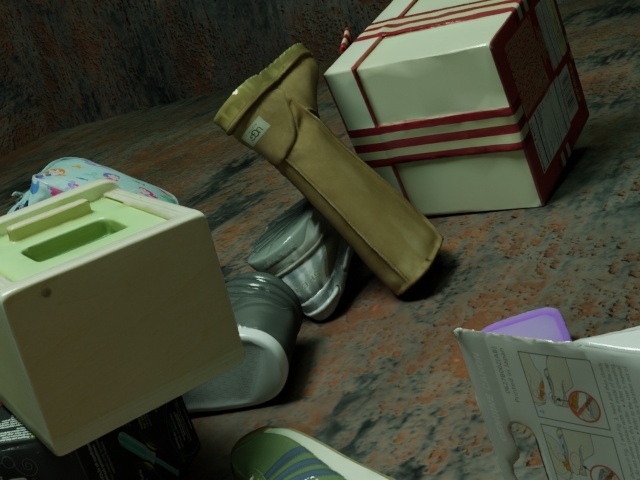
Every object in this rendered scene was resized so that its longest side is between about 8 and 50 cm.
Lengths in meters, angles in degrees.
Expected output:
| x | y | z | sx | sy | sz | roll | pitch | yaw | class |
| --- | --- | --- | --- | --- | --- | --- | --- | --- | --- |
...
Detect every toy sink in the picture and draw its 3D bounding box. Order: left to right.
| x | y | z | sx | sy | sz | roll | pitch | yaw | class |
| --- | --- | --- | --- | --- | --- | --- | --- | --- | --- |
| -0.191 | 0.040 | 0.732 | 0.152 | 0.131 | 0.234 | -24 | 21 | -28 | toy sink |

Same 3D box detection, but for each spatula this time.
| x | y | z | sx | sy | sz | roll | pitch | yaw | class |
| --- | --- | --- | --- | --- | --- | --- | --- | --- | --- |
| 0.160 | 0.127 | 0.671 | 0.084 | 0.030 | 0.296 | -18 | 18 | 8 | spatula |

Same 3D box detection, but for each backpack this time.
| x | y | z | sx | sy | sz | roll | pitch | yaw | class |
| --- | --- | --- | --- | --- | --- | --- | --- | --- | --- |
| -0.280 | 0.007 | 1.184 | 0.225 | 0.191 | 0.253 | 20 | 6 | -10 | backpack |

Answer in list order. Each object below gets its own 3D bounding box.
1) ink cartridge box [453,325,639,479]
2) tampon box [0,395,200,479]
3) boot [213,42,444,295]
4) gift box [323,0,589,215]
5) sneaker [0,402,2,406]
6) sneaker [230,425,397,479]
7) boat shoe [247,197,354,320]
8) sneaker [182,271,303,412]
| x | y | z | sx | sy | sz | roll | pitch | yaw | class |
| --- | --- | --- | --- | --- | --- | --- | --- | --- | --- |
| 0.180 | 0.117 | 0.433 | 0.056 | 0.181 | 0.224 | -29 | 18 | -31 | ink cartridge box |
| -0.186 | 0.167 | 0.765 | 0.101 | 0.121 | 0.161 | -11 | 19 | 19 | tampon box |
| 0.024 | -0.083 | 1.068 | 0.089 | 0.269 | 0.236 | -46 | 4 | 33 | boot |
| 0.179 | -0.183 | 1.229 | 0.258 | 0.255 | 0.276 | -4 | 29 | 35 | gift box |
| -0.400 | 0.143 | 1.096 | 0.125 | 0.104 | 0.262 | -22 | 17 | -1 | sneaker |
| -0.022 | 0.181 | 0.640 | 0.086 | 0.064 | 0.192 | -26 | 21 | -35 | sneaker |
| 0.002 | -0.001 | 1.142 | 0.118 | 0.103 | 0.320 | -35 | 8 | 16 | boat shoe |
| -0.148 | 0.104 | 0.962 | 0.295 | 0.105 | 0.147 | -6 | 19 | 21 | sneaker |
